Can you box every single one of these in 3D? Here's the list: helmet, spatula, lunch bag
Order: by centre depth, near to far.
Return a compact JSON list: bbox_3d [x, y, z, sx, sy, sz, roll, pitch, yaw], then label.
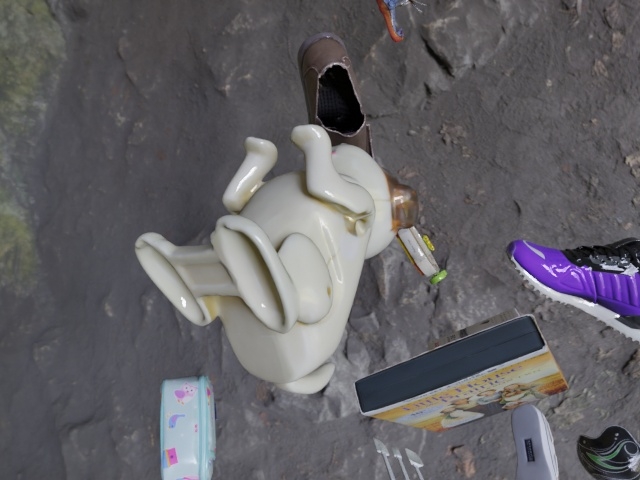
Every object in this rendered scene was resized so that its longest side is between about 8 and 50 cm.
[{"bbox_3d":[-0.277,0.415,0.996,0.279,0.107,0.224,111,152,-63],"label":"lunch bag"},{"bbox_3d":[0.846,0.632,1.358,0.161,0.169,0.170,-34,61,9],"label":"helmet"},{"bbox_3d":[0.261,0.710,1.467,0.019,0.168,0.242,-64,6,3],"label":"spatula"}]

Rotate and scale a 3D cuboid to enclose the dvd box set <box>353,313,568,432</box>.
[{"bbox_3d":[0.287,0.272,0.869,0.307,0.420,0.062,-27,55,18],"label":"dvd box set"}]

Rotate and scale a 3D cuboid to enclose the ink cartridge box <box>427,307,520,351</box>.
[{"bbox_3d":[0.454,0.330,1.301,0.282,0.207,0.117,-27,101,15],"label":"ink cartridge box"}]

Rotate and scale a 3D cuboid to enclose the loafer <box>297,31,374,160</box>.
[{"bbox_3d":[0.035,-0.229,0.971,0.133,0.366,0.130,-19,39,4],"label":"loafer"}]

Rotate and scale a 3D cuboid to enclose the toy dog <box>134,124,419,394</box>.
[{"bbox_3d":[0.000,0.000,0.754,0.284,0.408,0.396,-18,113,47],"label":"toy dog"}]

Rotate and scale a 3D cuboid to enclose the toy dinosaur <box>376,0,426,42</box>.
[{"bbox_3d":[0.070,-0.259,0.501,0.090,0.047,0.082,9,105,10],"label":"toy dinosaur"}]

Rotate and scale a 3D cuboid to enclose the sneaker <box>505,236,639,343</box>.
[{"bbox_3d":[0.463,0.046,0.779,0.293,0.102,0.146,27,115,-1],"label":"sneaker"}]

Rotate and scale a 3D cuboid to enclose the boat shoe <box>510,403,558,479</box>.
[{"bbox_3d":[0.490,0.514,1.053,0.096,0.088,0.268,-30,42,39],"label":"boat shoe"}]

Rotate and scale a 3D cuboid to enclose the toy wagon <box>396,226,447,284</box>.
[{"bbox_3d":[0.352,0.024,1.656,0.068,0.344,0.267,-32,80,14],"label":"toy wagon"}]
